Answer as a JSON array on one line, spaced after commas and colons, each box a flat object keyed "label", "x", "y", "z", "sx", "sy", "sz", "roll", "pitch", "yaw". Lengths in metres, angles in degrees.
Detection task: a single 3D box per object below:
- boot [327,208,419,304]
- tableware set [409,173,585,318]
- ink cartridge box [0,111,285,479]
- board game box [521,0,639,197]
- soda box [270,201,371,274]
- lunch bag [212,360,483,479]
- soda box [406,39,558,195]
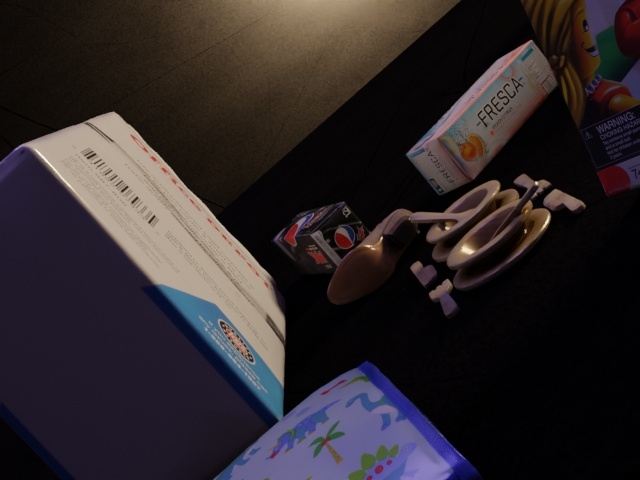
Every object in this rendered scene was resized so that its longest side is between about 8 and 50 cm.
[{"label": "boot", "x": 0.048, "y": 0.017, "z": 0.998, "sx": 0.118, "sy": 0.042, "sz": 0.087, "roll": -41, "pitch": 3, "yaw": -8}, {"label": "tableware set", "x": 0.120, "y": -0.014, "z": 0.819, "sx": 0.128, "sy": 0.039, "sz": 0.194, "roll": -40, "pitch": 9, "yaw": 4}, {"label": "ink cartridge box", "x": -0.179, "y": 0.049, "z": 0.973, "sx": 0.166, "sy": 0.285, "sz": 0.395, "roll": -40, "pitch": 8, "yaw": 6}, {"label": "board game box", "x": 0.227, "y": -0.153, "z": 0.547, "sx": 0.053, "sy": 0.193, "sz": 0.305, "roll": -23, "pitch": -1, "yaw": -30}, {"label": "soda box", "x": 0.000, "y": 0.000, "z": 1.187, "sx": 0.053, "sy": 0.060, "sz": 0.169, "roll": -44, "pitch": 10, "yaw": -14}, {"label": "lunch bag", "x": 0.005, "y": 0.125, "z": 0.450, "sx": 0.129, "sy": 0.096, "sz": 0.151, "roll": -41, "pitch": -1, "yaw": -4}, {"label": "soda box", "x": 0.171, "y": -0.128, "z": 1.104, "sx": 0.183, "sy": 0.058, "sz": 0.063, "roll": -45, "pitch": 10, "yaw": -30}]
